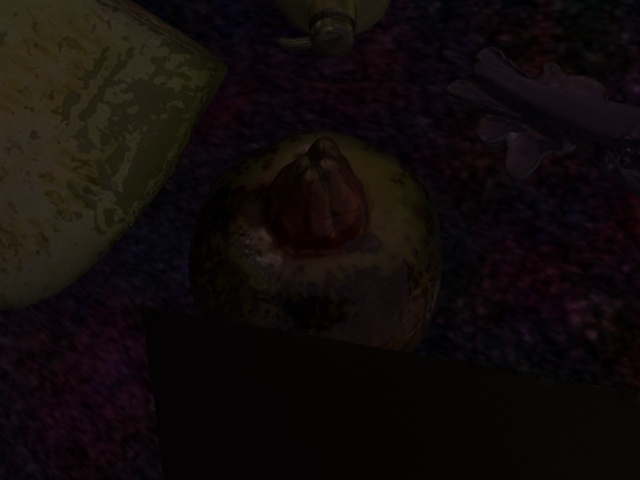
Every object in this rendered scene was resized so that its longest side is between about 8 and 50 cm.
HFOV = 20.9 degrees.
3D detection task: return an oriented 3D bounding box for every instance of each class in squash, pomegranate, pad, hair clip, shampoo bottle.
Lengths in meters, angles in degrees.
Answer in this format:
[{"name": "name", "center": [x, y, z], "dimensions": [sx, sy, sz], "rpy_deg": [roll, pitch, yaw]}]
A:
[{"name": "squash", "center": [-0.255, -0.073, 1.393], "dimensions": [0.233, 0.210, 0.309], "rpy_deg": [31, 95, -18]}, {"name": "pomegranate", "center": [0.000, 0.000, 1.352], "dimensions": [0.214, 0.248, 0.214], "rpy_deg": [2, 62, -3]}, {"name": "pad", "center": [0.039, 0.176, 1.028], "dimensions": [0.007, 0.367, 0.247], "rpy_deg": [-25, 115, -47]}, {"name": "hair clip", "center": [0.237, -0.106, 1.651], "dimensions": [0.137, 0.278, 0.090], "rpy_deg": [-50, 130, -12]}, {"name": "shampoo bottle", "center": [0.008, -0.183, 1.126], "dimensions": [0.079, 0.162, 0.079], "rpy_deg": [0, 140, 0]}]
